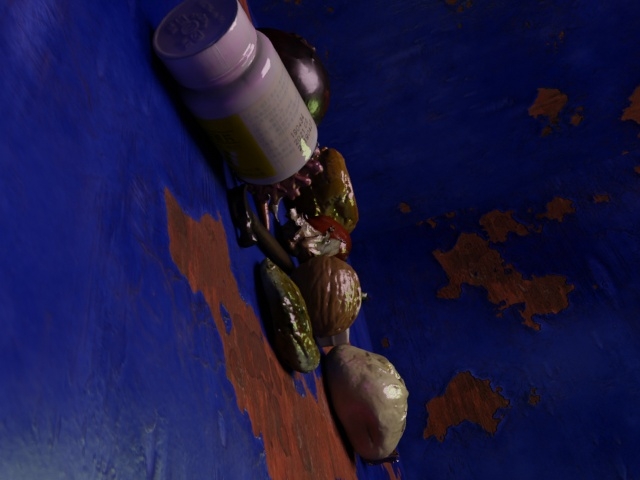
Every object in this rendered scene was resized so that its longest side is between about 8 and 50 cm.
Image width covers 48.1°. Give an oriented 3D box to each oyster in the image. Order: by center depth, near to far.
[{"bbox_3d":[-0.025,0.000,2.033,0.337,0.197,0.133,-117,-129,-84],"label":"oyster"}]

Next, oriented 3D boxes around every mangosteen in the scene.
[{"bbox_3d":[-0.145,-0.365,1.830,0.306,0.360,0.306,38,-2,1],"label":"mangosteen"}]

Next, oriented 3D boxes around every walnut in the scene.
[{"bbox_3d":[0.008,0.148,1.866,0.213,0.213,0.213,-18,90,-84],"label":"walnut"}]

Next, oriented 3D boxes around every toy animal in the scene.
[{"bbox_3d":[-0.115,-0.133,2.042,0.219,0.095,0.155,-37,104,-83],"label":"toy animal"}]

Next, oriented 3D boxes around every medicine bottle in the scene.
[{"bbox_3d":[-0.162,-0.298,1.458,0.379,0.213,0.214,56,15,-49],"label":"medicine bottle"}]

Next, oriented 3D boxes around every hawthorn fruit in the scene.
[{"bbox_3d":[0.000,0.000,2.351,0.202,0.185,0.185,54,8,-6],"label":"hawthorn fruit"}]

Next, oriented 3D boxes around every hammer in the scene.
[{"bbox_3d":[-0.130,0.004,1.733,0.440,0.044,0.169,60,15,-66],"label":"hammer"}]

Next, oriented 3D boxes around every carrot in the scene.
[{"bbox_3d":[-0.158,-0.122,1.875,0.048,0.048,0.216,42,36,-79],"label":"carrot"}]

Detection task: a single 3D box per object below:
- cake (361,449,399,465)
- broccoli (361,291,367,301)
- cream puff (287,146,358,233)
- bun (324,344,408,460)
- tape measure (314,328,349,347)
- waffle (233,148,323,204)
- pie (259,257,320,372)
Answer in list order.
[{"bbox_3d":[0.142,0.600,2.316,0.116,0.112,0.295,73,-9,-54],"label":"cake"},{"bbox_3d":[0.089,0.202,2.632,0.155,0.160,0.167,-61,151,-44],"label":"broccoli"},{"bbox_3d":[-0.002,-0.157,2.506,0.343,0.231,0.327,76,2,-77],"label":"cream puff"},{"bbox_3d":[0.151,0.457,2.111,0.361,0.212,0.361,-21,90,-84],"label":"bun"},{"bbox_3d":[0.008,0.155,2.120,0.271,0.132,0.232,-91,172,-53],"label":"tape measure"},{"bbox_3d":[-0.110,-0.202,1.679,0.234,0.221,0.055,64,13,1],"label":"waffle"},{"bbox_3d":[-0.068,0.167,1.624,0.277,0.078,0.277,-17,90,-86],"label":"pie"}]
